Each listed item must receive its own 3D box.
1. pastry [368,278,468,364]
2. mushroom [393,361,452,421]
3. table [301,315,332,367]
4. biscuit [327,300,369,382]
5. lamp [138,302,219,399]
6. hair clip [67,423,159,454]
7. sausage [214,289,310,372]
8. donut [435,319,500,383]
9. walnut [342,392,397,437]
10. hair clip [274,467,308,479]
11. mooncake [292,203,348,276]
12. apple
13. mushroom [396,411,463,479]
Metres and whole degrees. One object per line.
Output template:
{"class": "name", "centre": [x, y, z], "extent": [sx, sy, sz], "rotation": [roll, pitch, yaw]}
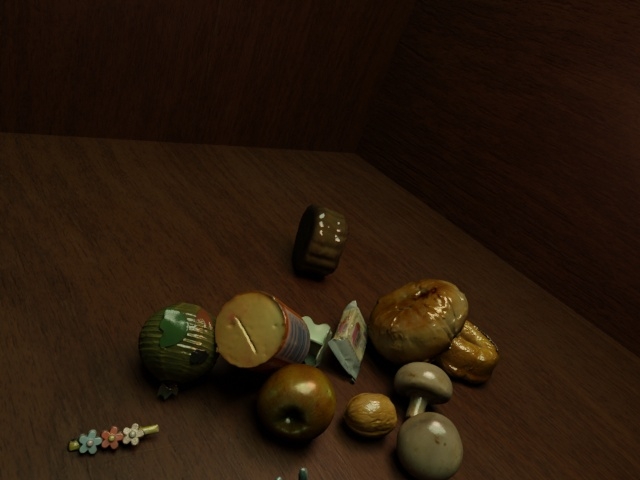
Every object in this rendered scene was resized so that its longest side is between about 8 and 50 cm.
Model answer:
{"class": "pastry", "centre": [0.385, 0.323, 1.819], "extent": [0.245, 0.409, 0.410], "rotation": [61, 22, -17]}
{"class": "mushroom", "centre": [0.354, 0.541, 1.630], "extent": [0.207, 0.207, 0.215], "rotation": [23, 58, 1]}
{"class": "table", "centre": [-0.076, 0.352, 1.677], "extent": [0.198, 0.167, 0.166], "rotation": [19, 27, 12]}
{"class": "biscuit", "centre": [0.119, 0.382, 1.783], "extent": [0.186, 0.079, 0.309], "rotation": [62, 23, -12]}
{"class": "lamp", "centre": [-0.426, 0.329, 1.389], "extent": [0.250, 0.250, 0.285], "rotation": [16, 62, -12]}
{"class": "hair clip", "centre": [-0.524, 0.504, 1.185], "extent": [0.213, 0.056, 0.063], "rotation": [2, 67, -34]}
{"class": "sausage", "centre": [-0.171, 0.300, 1.462], "extent": [0.233, 0.233, 0.287], "rotation": [34, -9, 21]}
{"class": "donut", "centre": [0.594, 0.453, 1.972], "extent": [0.317, 0.150, 0.299], "rotation": [22, 25, 0]}
{"class": "walnut", "centre": [0.158, 0.557, 1.483], "extent": [0.179, 0.144, 0.144], "rotation": [7, 30, -8]}
{"class": "hair clip", "centre": [-0.117, 0.664, 0.951], "extent": [0.318, 0.393, 0.238], "rotation": [-10, 29, -21]}
{"class": "mooncake", "centre": [-0.001, 0.001, 2.168], "extent": [0.187, 0.324, 0.324], "rotation": [18, 28, -18]}
{"class": "apple", "centre": [-0.068, 0.481, 1.390], "extent": [0.236, 0.237, 0.207], "rotation": [21, 15, -1]}
{"class": "mushroom", "centre": [0.338, 0.643, 1.450], "extent": [0.204, 0.204, 0.204], "rotation": [17, 28, -9]}
